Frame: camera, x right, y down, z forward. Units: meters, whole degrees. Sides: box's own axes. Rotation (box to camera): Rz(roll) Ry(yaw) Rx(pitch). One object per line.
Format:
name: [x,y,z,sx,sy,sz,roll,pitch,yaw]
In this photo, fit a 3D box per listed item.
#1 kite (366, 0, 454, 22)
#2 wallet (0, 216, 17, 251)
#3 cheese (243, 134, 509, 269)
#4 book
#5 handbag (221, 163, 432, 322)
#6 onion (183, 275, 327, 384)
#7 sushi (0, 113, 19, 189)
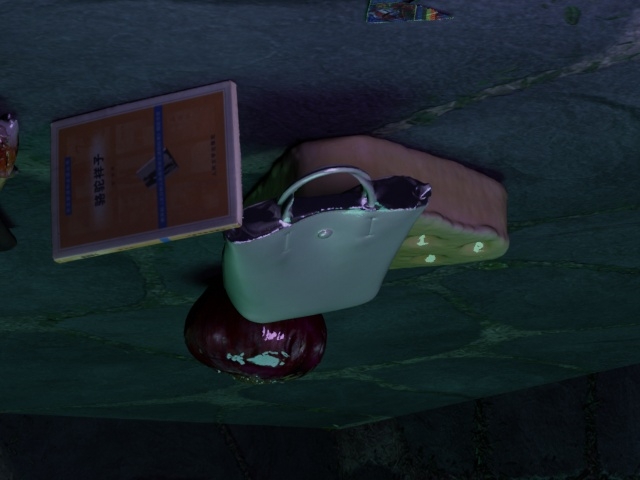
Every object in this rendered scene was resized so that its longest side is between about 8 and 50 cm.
kite: [0.080,-0.229,1.492,0.122,0.004,0.090,9,160,-41]
wallet: [-0.514,-0.033,2.038,0.165,0.042,0.309,-4,165,-3]
cheese: [0.091,-0.034,2.041,0.384,0.104,0.384,-2,165,-1]
book: [-0.198,-0.076,1.690,0.242,0.170,0.018,-11,163,24]
handbag: [0.000,0.000,1.738,0.241,0.109,0.315,-12,165,-13]
onion: [-0.105,0.146,2.537,0.246,0.190,0.246,15,173,2]
sushi: [-0.397,-0.089,1.753,0.097,0.103,0.226,34,152,-22]
